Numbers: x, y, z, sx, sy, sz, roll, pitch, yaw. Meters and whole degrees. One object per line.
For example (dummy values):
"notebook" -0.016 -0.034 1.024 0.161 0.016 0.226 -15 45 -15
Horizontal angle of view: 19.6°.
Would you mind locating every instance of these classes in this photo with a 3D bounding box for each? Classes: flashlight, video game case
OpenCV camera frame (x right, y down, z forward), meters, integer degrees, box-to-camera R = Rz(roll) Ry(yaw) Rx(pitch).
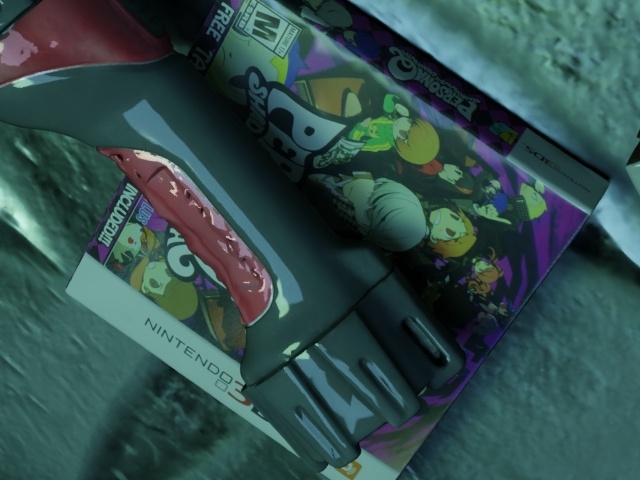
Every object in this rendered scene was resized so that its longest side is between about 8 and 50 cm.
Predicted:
"flashlight" -0.072 -0.023 0.890 0.304 0.103 0.103 51 151 -6
"video game case" 0.000 0.000 0.953 0.210 0.042 0.232 35 125 3

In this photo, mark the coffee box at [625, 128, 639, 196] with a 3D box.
"coffee box" 0.258 0.028 0.819 0.141 0.098 0.246 -21 106 31
